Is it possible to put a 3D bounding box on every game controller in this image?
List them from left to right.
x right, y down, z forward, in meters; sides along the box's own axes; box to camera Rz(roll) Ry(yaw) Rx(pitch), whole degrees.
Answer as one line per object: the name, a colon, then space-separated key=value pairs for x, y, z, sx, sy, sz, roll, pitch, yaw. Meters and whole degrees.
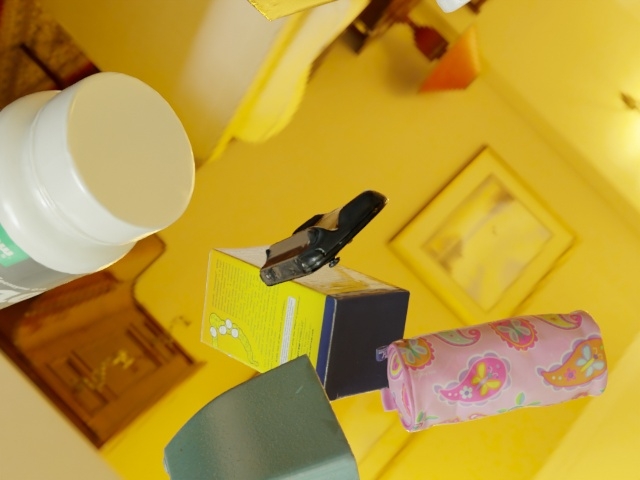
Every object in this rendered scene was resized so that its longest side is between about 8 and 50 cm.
game controller: x=0.000 y=0.000 z=1.635 sx=0.166 sy=0.067 sz=0.319 roll=-34 pitch=-176 yaw=-17

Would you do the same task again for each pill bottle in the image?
pill bottle: x=-0.322 y=-0.045 z=1.180 sx=0.361 sy=0.204 sz=0.204 roll=-20 pitch=-166 yaw=37

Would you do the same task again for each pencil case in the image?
pencil case: x=0.221 y=0.166 z=1.364 sx=0.284 sy=0.124 sz=0.124 roll=-10 pitch=171 yaw=-10

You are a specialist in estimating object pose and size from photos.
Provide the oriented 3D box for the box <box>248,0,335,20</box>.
box: x=-0.076 y=-0.533 z=1.569 sx=0.179 sy=0.312 sz=0.343 roll=-14 pitch=173 yaw=12

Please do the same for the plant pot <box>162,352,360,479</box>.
plant pot: x=-0.086 y=0.362 z=1.550 sx=0.252 sy=0.247 sz=0.247 roll=-17 pitch=-146 yaw=-9

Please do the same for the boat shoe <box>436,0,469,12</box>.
boat shoe: x=0.182 y=-0.331 z=1.153 sx=0.095 sy=0.084 sz=0.258 roll=-43 pitch=-175 yaw=-23

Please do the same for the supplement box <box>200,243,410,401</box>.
supplement box: x=-0.036 y=0.143 z=1.985 sx=0.194 sy=0.357 sz=0.195 roll=-3 pitch=106 yaw=-43
